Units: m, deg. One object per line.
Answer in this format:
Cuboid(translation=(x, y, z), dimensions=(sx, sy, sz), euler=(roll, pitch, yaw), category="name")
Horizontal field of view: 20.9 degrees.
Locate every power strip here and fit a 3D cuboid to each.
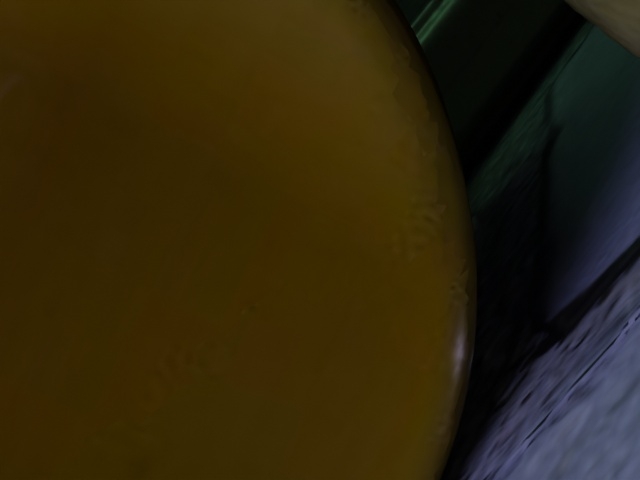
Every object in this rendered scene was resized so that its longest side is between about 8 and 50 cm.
Cuboid(translation=(0.000, 0.000, 0.686), dimensions=(0.387, 0.066, 0.092), euler=(-52, 8, -7), category="power strip")

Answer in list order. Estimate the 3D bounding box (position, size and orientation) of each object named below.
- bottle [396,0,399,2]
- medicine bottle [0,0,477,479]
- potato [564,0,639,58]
Cuboid(translation=(0.059, -0.192, 1.044), dimensions=(0.112, 0.112, 0.260), euler=(-52, 6, 8), category="bottle")
Cuboid(translation=(-0.081, -0.008, 0.489), dimensions=(0.238, 0.238, 0.232), euler=(-52, 7, 10), category="medicine bottle")
Cuboid(translation=(0.053, -0.185, 0.410), dimensions=(0.229, 0.266, 0.229), euler=(-55, 9, 12), category="potato")
